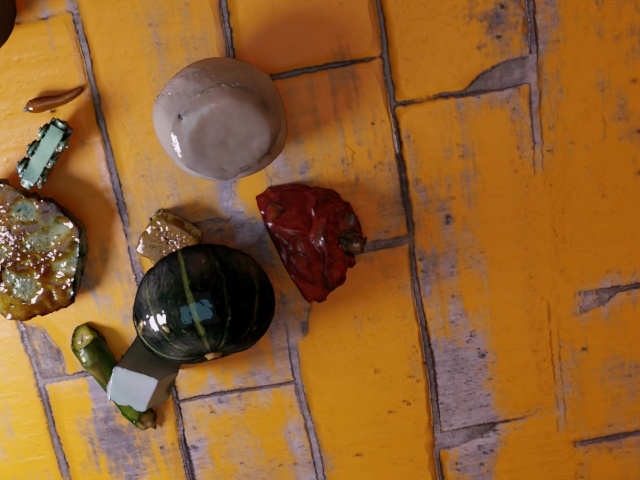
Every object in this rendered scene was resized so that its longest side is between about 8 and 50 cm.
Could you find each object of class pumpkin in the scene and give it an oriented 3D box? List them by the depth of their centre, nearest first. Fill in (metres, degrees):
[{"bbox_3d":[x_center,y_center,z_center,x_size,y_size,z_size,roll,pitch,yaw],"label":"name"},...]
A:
[{"bbox_3d":[-0.266,0.153,1.580,0.323,0.323,0.241,-24,65,5],"label":"pumpkin"}]

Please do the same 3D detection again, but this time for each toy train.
[{"bbox_3d":[-0.618,-0.199,1.558,0.074,0.118,0.175,31,99,-16],"label":"toy train"}]

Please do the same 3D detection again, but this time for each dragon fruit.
[{"bbox_3d":[0.000,0.000,1.618,0.205,0.152,0.316,-28,106,5],"label":"dragon fruit"}]

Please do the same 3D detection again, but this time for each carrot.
[{"bbox_3d":[-0.604,-0.316,1.563,0.142,0.035,0.035,-18,107,-4],"label":"carrot"}]

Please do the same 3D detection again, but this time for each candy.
[{"bbox_3d":[-0.218,-0.265,1.514,0.296,0.185,0.295,-5,107,-18],"label":"candy"}]

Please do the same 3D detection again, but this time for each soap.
[{"bbox_3d":[-0.414,0.309,1.653,0.145,0.230,0.091,20,105,-8],"label":"soap"}]

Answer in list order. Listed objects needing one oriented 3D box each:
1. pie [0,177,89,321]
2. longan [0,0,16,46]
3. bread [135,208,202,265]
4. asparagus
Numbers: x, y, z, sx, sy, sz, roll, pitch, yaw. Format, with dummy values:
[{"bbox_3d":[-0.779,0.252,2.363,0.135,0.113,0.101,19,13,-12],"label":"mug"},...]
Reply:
[{"bbox_3d":[-0.703,0.024,1.625,0.289,0.103,0.354,9,110,-5],"label":"pie"},{"bbox_3d":[-0.755,-0.486,1.404,0.258,0.258,0.257,-1,107,-2],"label":"longan"},{"bbox_3d":[-0.360,0.005,1.649,0.140,0.069,0.127,29,105,-9],"label":"bread"},{"bbox_3d":[-0.516,0.360,1.746,0.082,0.085,0.343,-35,104,-17],"label":"asparagus"}]
